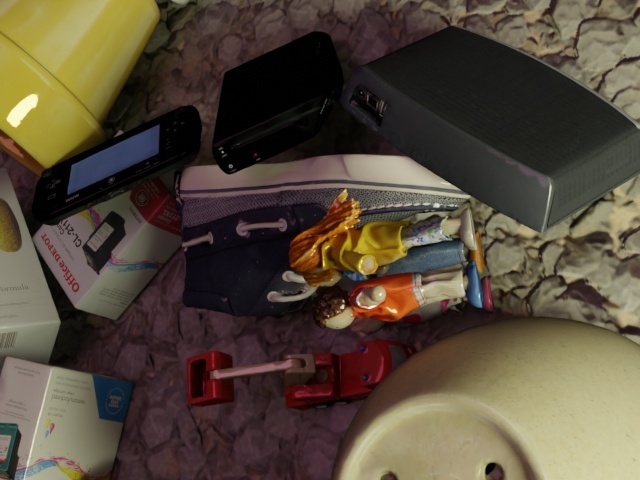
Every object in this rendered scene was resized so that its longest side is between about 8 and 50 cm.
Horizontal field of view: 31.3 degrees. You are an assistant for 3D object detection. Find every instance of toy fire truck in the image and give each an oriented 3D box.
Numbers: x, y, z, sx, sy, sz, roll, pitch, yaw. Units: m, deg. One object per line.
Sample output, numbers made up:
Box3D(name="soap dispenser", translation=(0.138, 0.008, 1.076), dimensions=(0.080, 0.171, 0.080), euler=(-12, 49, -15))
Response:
Box3D(name="toy fire truck", translation=(-0.017, 0.127, 1.092), dimensions=(0.192, 0.135, 0.047), euler=(-15, 69, 29))

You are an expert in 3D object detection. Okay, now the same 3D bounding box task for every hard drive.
Box3D(name="hard drive", translation=(0.158, -0.114, 1.041), dimensions=(0.254, 0.172, 0.054), euler=(37, 141, 35))

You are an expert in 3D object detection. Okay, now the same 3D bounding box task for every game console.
Box3D(name="game console", translation=(-0.143, -0.105, 1.188), dimensions=(0.361, 0.044, 0.213), euler=(-24, 25, 10))

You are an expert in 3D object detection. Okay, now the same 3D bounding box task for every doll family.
Box3D(name="doll family", translation=(0.058, 0.018, 1.000), dimensions=(0.163, 0.263, 0.118), euler=(-9, 81, 11))

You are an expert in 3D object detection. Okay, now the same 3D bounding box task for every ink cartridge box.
Box3D(name="ink cartridge box", translation=(-0.298, 0.252, 1.238), dimensions=(0.078, 0.134, 0.231), euler=(7, 80, 34))
Box3D(name="ink cartridge box", translation=(-0.233, -0.016, 1.313), dimensions=(0.175, 0.072, 0.127), euler=(-49, 56, 11))

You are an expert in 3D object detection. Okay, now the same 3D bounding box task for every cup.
Box3D(name="cup", translation=(0.135, 0.211, 0.892), dimensions=(0.331, 0.237, 0.331), euler=(-6, 77, 28))

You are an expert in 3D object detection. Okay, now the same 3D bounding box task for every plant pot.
Box3D(name="plant pot", translation=(-0.326, -0.228, 1.345), dimensions=(0.254, 0.254, 0.239), euler=(29, 77, 35))

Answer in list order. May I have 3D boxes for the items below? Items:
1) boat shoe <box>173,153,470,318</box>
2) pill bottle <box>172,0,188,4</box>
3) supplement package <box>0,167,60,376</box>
Box3D(name="boat shoe", translation=(0.000, 0.000, 1.144), dimensions=(0.340, 0.127, 0.158), euler=(-1, 87, 36))
Box3D(name="pill bottle", translation=(-0.147, -0.382, 1.341), dimensions=(0.187, 0.112, 0.112), euler=(-49, 56, 11))
Box3D(name="supplement package", translation=(-0.412, 0.048, 1.331), dimensions=(0.244, 0.139, 0.134), euler=(61, 141, 32))
